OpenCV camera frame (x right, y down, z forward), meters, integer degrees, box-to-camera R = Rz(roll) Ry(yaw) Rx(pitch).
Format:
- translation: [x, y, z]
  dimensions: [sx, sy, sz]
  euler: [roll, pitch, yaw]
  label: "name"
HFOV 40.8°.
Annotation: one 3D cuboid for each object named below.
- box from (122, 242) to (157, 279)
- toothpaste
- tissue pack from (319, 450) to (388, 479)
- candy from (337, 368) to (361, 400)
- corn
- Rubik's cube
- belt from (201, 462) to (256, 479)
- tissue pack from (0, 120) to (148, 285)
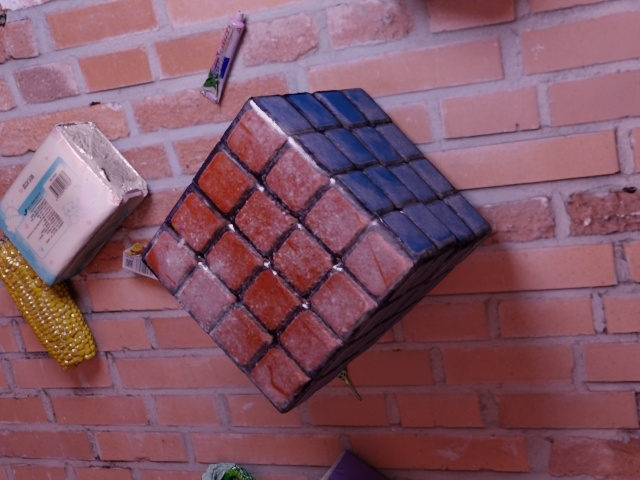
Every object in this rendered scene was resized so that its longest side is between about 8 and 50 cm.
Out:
- translation: [-0.282, 0.056, 1.650]
  dimensions: [0.207, 0.050, 0.041]
  euler: [16, 115, 17]
  label: "box"
- translation: [-0.167, -0.320, 1.494]
  dimensions: [0.045, 0.028, 0.169]
  euler: [35, 120, 16]
  label: "toothpaste"
- translation: [0.105, 0.561, 1.544]
  dimensions: [0.338, 0.242, 0.160]
  euler: [35, 113, 8]
  label: "tissue pack"
- translation: [0.051, 0.266, 1.599]
  dimensions: [0.025, 0.023, 0.083]
  euler: [-30, 103, 20]
  label: "candy"
- translation: [-0.568, 0.120, 1.759]
  dimensions: [0.115, 0.115, 0.317]
  euler: [-25, 96, 27]
  label: "corn"
- translation: [0.000, 0.000, 1.334]
  dimensions: [0.344, 0.337, 0.343]
  euler: [48, 118, 12]
  label: "Rubik's cube"
- translation: [-0.181, 0.502, 1.707]
  dimensions: [0.151, 0.121, 0.079]
  euler: [48, 130, 49]
  label: "belt"
- translation: [-0.483, -0.072, 1.652]
  dimensions: [0.201, 0.124, 0.271]
  euler: [47, 119, 2]
  label: "tissue pack"
